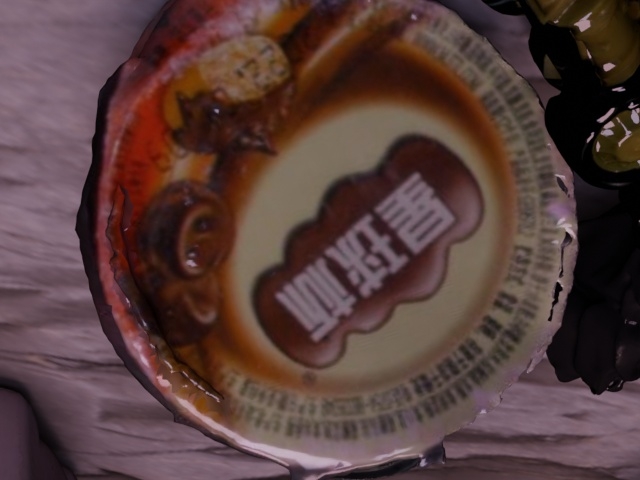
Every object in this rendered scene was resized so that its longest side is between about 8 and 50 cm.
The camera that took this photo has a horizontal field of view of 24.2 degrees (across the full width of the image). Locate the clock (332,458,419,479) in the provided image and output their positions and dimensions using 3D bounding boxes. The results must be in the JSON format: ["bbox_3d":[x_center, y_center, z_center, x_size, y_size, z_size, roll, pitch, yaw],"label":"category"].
[{"bbox_3d":[0.026,0.134,0.981,0.085,0.017,0.085,0,147,0],"label":"clock"}]

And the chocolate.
[{"bbox_3d":[-0.008,-0.002,0.656,0.221,0.221,0.147,5,172,-10],"label":"chocolate"}]

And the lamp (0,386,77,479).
[{"bbox_3d":[-0.305,0.233,0.929,0.301,0.247,0.247,-11,149,1],"label":"lamp"}]

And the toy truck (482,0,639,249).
[{"bbox_3d":[0.105,-0.111,0.521,0.127,0.127,0.257,-33,137,17],"label":"toy truck"}]

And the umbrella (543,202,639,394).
[{"bbox_3d":[0.180,0.025,0.667,0.110,0.122,0.272,20,178,-17],"label":"umbrella"}]
